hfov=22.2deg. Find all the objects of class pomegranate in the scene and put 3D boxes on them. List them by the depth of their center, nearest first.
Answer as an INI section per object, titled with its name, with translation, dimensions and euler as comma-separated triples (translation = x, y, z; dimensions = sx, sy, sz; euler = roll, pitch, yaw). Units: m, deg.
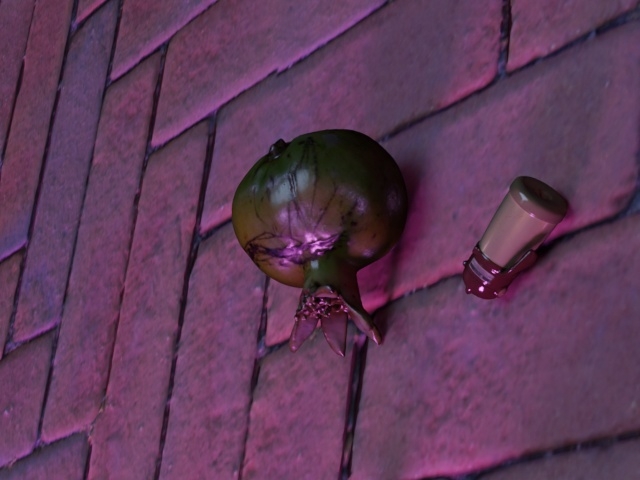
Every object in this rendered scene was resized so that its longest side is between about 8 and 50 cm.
[pomegranate]
translation = 0.000, 0.000, 1.402
dimensions = 0.152, 0.131, 0.191
euler = -27, 57, 47

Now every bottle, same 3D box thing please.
[bottle]
translation = 0.144, 0.002, 1.241
dimensions = 0.101, 0.047, 0.063
euler = -59, -7, 26
